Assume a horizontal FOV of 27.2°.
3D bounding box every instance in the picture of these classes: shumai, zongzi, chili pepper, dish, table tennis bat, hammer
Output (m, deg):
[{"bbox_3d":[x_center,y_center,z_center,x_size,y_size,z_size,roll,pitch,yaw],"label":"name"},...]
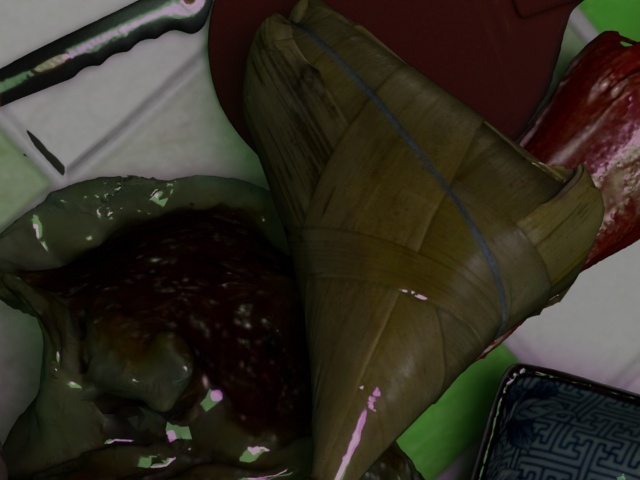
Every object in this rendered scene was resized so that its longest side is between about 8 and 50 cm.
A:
[{"bbox_3d":[-0.063,0.102,0.809,0.329,0.292,0.289,9,59,-14],"label":"shumai"},{"bbox_3d":[0.000,0.000,0.719,0.228,0.115,0.256,38,59,16],"label":"zongzi"},{"bbox_3d":[0.137,-0.016,0.855,0.252,0.144,0.136,-44,139,1],"label":"chili pepper"},{"bbox_3d":[0.165,0.211,0.907,0.181,0.080,0.243,16,94,-11],"label":"dish"},{"bbox_3d":[0.071,-0.133,0.806,0.310,0.038,0.200,-18,107,21],"label":"table tennis bat"},{"bbox_3d":[-0.198,-0.097,0.833,0.287,0.033,0.111,-26,100,-8],"label":"hammer"}]

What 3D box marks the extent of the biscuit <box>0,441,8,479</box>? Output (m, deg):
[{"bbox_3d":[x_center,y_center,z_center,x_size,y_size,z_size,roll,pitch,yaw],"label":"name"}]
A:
[{"bbox_3d":[-0.338,0.140,0.722,0.366,0.115,0.268,-37,63,20],"label":"biscuit"}]
